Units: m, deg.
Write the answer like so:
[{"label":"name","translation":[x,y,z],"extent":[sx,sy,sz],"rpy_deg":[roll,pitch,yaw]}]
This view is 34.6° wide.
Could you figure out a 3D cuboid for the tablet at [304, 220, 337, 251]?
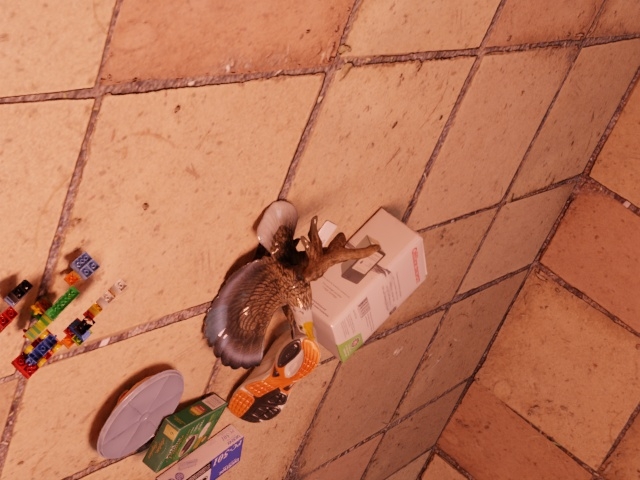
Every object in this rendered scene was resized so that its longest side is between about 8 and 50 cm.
[{"label":"tablet","translation":[0.000,0.000,2.019],"extent":[0.083,0.006,0.054],"rpy_deg":[-54,155,5]}]

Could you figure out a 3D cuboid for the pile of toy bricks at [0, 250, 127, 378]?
[{"label":"pile of toy bricks","translation":[-0.382,0.109,1.443],"extent":[0.105,0.118,0.212],"rpy_deg":[-38,-172,44]}]

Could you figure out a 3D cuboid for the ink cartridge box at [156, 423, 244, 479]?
[{"label":"ink cartridge box","translation":[-0.254,0.481,2.163],"extent":[0.207,0.046,0.097],"rpy_deg":[-33,149,-35]}]

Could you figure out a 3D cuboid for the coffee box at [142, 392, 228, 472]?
[{"label":"coffee box","translation":[-0.259,0.368,1.983],"extent":[0.113,0.040,0.184],"rpy_deg":[-60,163,21]}]

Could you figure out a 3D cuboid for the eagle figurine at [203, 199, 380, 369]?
[{"label":"eagle figurine","translation":[-0.068,0.093,1.872],"extent":[0.226,0.225,0.298],"rpy_deg":[24,143,-24]}]

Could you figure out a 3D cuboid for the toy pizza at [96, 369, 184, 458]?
[{"label":"toy pizza","translation":[-0.325,0.305,1.836],"extent":[0.201,0.032,0.201],"rpy_deg":[-42,156,-23]}]

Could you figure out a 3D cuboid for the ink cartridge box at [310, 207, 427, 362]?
[{"label":"ink cartridge box","translation":[0.090,0.096,2.163],"extent":[0.273,0.115,0.198],"rpy_deg":[-45,154,-15]}]

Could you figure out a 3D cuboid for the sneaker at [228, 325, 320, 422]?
[{"label":"sneaker","translation":[-0.088,0.268,2.116],"extent":[0.262,0.099,0.121],"rpy_deg":[-45,-163,23]}]
